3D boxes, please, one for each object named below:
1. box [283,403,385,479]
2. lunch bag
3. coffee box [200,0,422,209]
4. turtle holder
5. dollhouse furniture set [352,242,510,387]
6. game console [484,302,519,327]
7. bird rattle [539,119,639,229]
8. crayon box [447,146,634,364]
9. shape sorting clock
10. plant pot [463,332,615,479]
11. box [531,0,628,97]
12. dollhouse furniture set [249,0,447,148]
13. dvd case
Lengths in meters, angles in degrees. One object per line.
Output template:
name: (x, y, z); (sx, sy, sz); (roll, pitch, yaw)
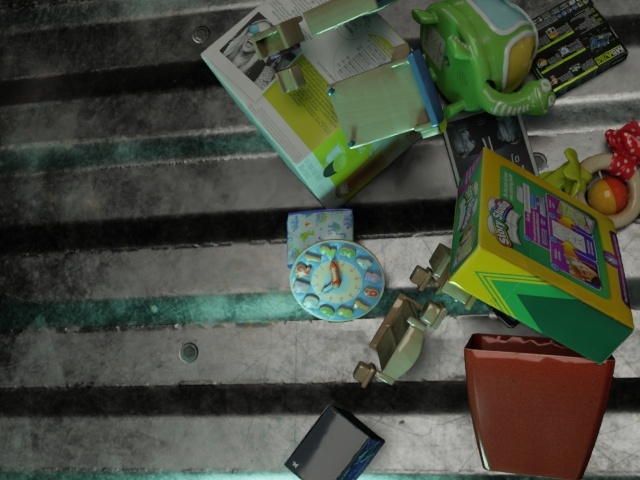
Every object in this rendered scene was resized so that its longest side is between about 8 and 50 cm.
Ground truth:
box: (0.032, 0.430, 1.727); (0.108, 0.207, 0.153); (36, 87, 19)
lunch bag: (0.000, 0.000, 1.901); (0.151, 0.096, 0.129); (-1, 76, 3)
coffee box: (0.014, -0.326, 1.850); (0.334, 0.337, 0.338); (-40, 71, 0)
turtle holder: (0.356, -0.405, 1.828); (0.227, 0.244, 0.320); (-23, 29, -14)
dollhouse furniture set: (0.226, 0.210, 1.681); (0.173, 0.303, 0.356); (28, 100, -5)
game console: (0.405, 0.089, 1.792); (0.144, 0.124, 0.085); (-43, 43, 0)
bird rattle: (0.599, -0.124, 1.799); (0.253, 0.143, 0.207); (-19, 92, -13)
crayon box: (0.404, 0.016, 1.586); (0.313, 0.363, 0.106); (28, 124, -6)
shape sorting clock: (0.036, 0.089, 1.841); (0.206, 0.040, 0.206); (4, 118, 7)
plant pot: (0.415, 0.319, 1.654); (0.267, 0.267, 0.236); (3, 91, 14)
box: (0.554, -0.438, 1.907); (0.190, 0.045, 0.184); (-30, 74, 4)
dollhouse furniture set: (0.079, -0.316, 1.625); (0.286, 0.198, 0.304); (-17, 105, 29)
dvd case: (0.376, -0.197, 1.897); (0.179, 0.029, 0.239); (-15, 73, 10)
